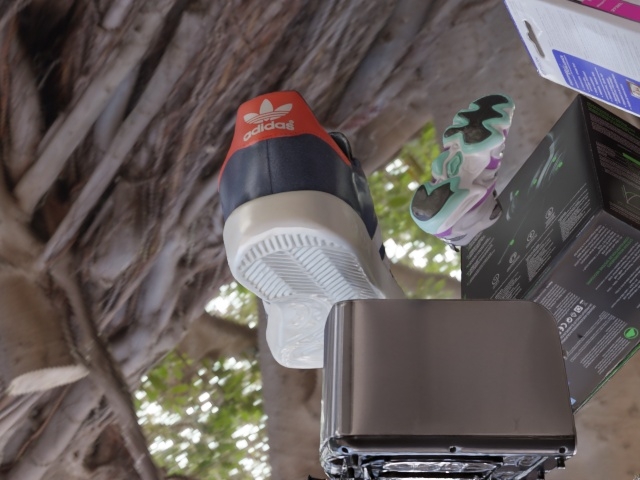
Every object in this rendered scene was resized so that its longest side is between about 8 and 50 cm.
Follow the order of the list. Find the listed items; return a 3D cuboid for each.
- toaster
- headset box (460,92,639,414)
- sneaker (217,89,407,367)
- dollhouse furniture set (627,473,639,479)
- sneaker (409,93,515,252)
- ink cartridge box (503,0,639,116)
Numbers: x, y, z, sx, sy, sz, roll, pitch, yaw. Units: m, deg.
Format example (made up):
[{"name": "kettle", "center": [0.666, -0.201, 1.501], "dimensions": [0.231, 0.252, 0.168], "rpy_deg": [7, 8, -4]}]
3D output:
[{"name": "toaster", "center": [0.075, 0.116, 0.782], "dimensions": [0.185, 0.168, 0.110], "rpy_deg": [0, -110, 0]}, {"name": "headset box", "center": [0.270, 0.011, 1.210], "dimensions": [0.131, 0.246, 0.283], "rpy_deg": [28, -150, -11]}, {"name": "sneaker", "center": [0.000, 0.000, 0.914], "dimensions": [0.131, 0.350, 0.148], "rpy_deg": [-10, -115, 3]}, {"name": "dollhouse furniture set", "center": [0.252, 0.283, 0.956], "dimensions": [0.182, 0.101, 0.161], "rpy_deg": [8, -122, -33]}, {"name": "sneaker", "center": [0.100, -0.038, 0.695], "dimensions": [0.098, 0.038, 0.069], "rpy_deg": [-56, -44, -4]}, {"name": "ink cartridge box", "center": [0.399, -0.250, 1.477], "dimensions": [0.069, 0.371, 0.176], "rpy_deg": [-44, -52, -9]}]
